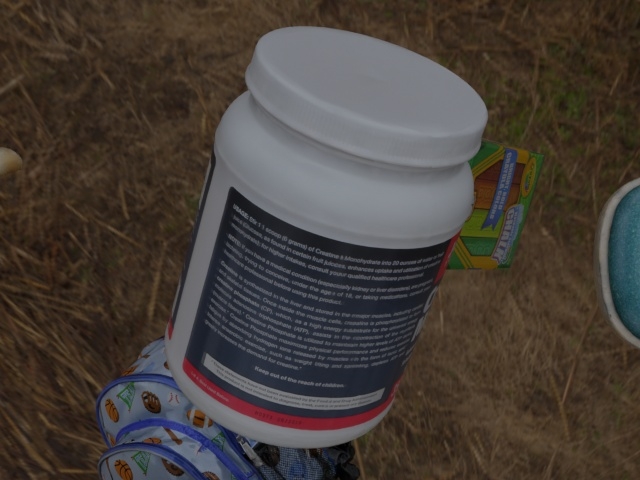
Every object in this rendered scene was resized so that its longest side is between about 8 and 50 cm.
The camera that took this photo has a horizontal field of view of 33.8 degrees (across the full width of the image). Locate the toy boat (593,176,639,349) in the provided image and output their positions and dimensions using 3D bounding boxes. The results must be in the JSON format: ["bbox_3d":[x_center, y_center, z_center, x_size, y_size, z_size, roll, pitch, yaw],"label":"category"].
[{"bbox_3d":[0.391,0.084,0.955,0.268,0.148,0.318,-4,86,-10],"label":"toy boat"}]

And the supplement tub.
[{"bbox_3d":[0.000,0.000,0.786,0.191,0.272,0.191,14,29,-8],"label":"supplement tub"}]

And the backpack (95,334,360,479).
[{"bbox_3d":[-0.144,0.245,1.257,0.277,0.213,0.263,-25,99,38],"label":"backpack"}]

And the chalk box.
[{"bbox_3d":[0.189,-0.066,1.499,0.179,0.289,0.180,21,102,34],"label":"chalk box"}]

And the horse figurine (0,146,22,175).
[{"bbox_3d":[-0.234,-0.100,0.419,0.175,0.066,0.263,-21,82,-38],"label":"horse figurine"}]
